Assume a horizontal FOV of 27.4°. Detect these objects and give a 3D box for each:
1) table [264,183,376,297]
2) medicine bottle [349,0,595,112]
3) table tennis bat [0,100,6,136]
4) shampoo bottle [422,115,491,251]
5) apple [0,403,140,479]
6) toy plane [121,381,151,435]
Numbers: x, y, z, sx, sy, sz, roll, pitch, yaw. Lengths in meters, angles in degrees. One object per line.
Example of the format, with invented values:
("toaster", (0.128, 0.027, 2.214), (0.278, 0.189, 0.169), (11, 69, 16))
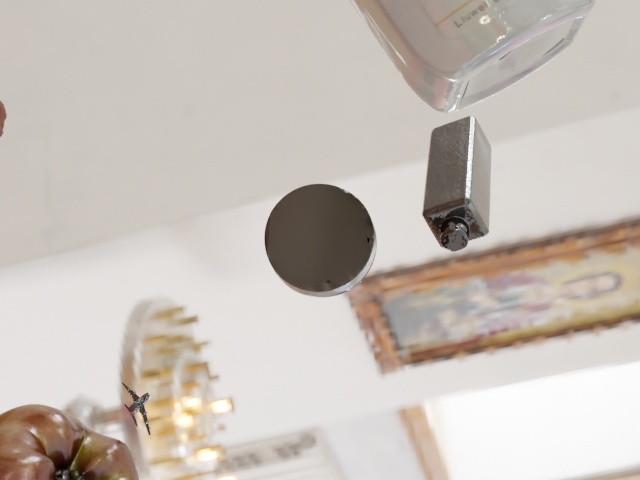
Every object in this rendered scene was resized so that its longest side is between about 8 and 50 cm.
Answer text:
("table", (0.000, 0.000, 1.574), (0.043, 0.133, 0.133), (65, 14, -78))
("medicine bottle", (0.077, -0.258, 1.042), (0.296, 0.161, 0.111), (58, -13, 15))
("table tennis bat", (-0.475, -0.200, 1.472), (0.051, 0.414, 0.268), (7, 107, -47))
("shampoo bottle", (0.203, -0.078, 1.939), (0.080, 0.079, 0.246), (56, 28, -32))
("apple", (-0.363, 0.358, 1.566), (0.288, 0.317, 0.288), (40, 21, -19))
("toy plane", (-0.229, 0.208, 1.657), (0.078, 0.024, 0.084), (60, -26, 13))
